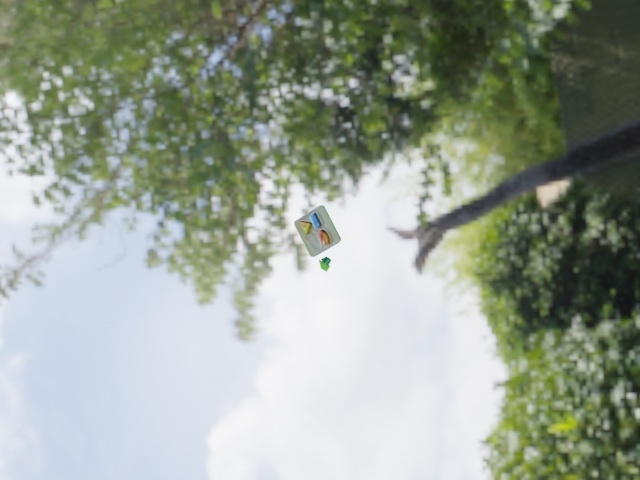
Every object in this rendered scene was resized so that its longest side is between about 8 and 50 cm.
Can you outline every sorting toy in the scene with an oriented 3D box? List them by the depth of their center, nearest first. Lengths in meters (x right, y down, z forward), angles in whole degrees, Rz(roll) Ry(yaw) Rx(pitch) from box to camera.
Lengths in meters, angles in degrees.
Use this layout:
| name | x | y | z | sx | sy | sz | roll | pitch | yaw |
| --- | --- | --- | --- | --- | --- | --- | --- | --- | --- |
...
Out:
| name | x | y | z | sx | sy | sz | roll | pitch | yaw |
| --- | --- | --- | --- | --- | --- | --- | --- | --- | --- |
| sorting toy | 0.000 | 0.000 | 1.673 | 0.012 | 0.062 | 0.083 | -23 | -95 | -47 |
